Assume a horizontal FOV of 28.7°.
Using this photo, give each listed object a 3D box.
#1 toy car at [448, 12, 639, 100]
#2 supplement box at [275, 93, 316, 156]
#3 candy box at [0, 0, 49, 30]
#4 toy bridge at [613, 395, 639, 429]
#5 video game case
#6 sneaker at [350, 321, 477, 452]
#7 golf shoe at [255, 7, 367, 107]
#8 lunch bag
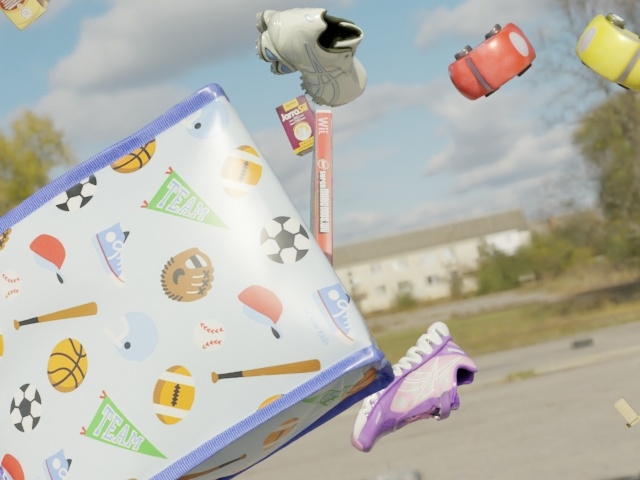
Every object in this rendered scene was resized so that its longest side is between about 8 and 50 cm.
[{"bbox_3d":[0.246,-0.258,1.335,0.239,0.225,0.053,-1,20,15],"label":"toy car"},{"bbox_3d":[-0.028,-0.183,1.991,0.055,0.083,0.043,-26,-7,12],"label":"supplement box"},{"bbox_3d":[-0.448,-0.385,1.710,0.053,0.187,0.109,-36,24,13],"label":"candy box"},{"bbox_3d":[0.436,0.164,1.489,0.188,0.063,0.026,-42,-10,10],"label":"toy bridge"},{"bbox_3d":[0.000,0.000,1.663,0.025,0.285,0.204,1,-32,-2],"label":"video game case"},{"bbox_3d":[0.137,0.218,1.751,0.236,0.104,0.095,-42,-18,-32],"label":"sneaker"},{"bbox_3d":[0.013,-0.181,1.236,0.086,0.069,0.176,-11,-16,30],"label":"golf shoe"},{"bbox_3d":[-0.170,0.094,1.249,0.385,0.328,0.239,-32,-17,-1],"label":"lunch bag"}]
